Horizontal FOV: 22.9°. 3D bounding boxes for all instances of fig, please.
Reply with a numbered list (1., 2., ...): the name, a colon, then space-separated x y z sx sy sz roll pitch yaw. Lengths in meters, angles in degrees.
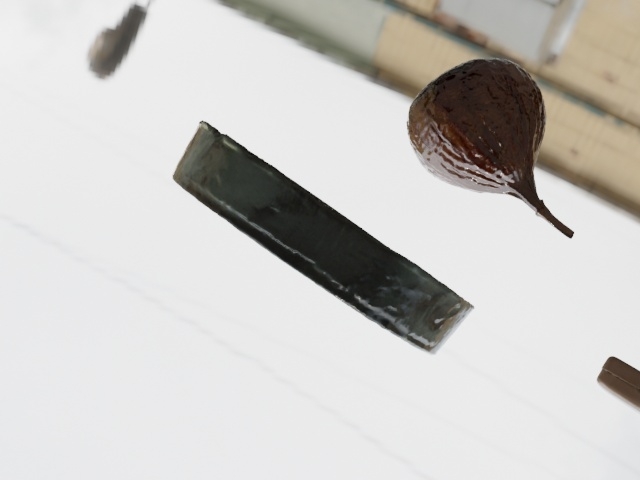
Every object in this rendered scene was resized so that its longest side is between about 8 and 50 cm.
1. fig: 0.179 -0.081 1.609 0.201 0.146 0.134 65 -166 16

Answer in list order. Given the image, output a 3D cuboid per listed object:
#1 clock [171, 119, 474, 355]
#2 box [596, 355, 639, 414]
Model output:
1. clock: 0.000 0.000 1.067 0.226 0.049 0.226 33 180 0
2. box: 0.235 0.116 1.036 0.115 0.025 0.048 31 175 19
